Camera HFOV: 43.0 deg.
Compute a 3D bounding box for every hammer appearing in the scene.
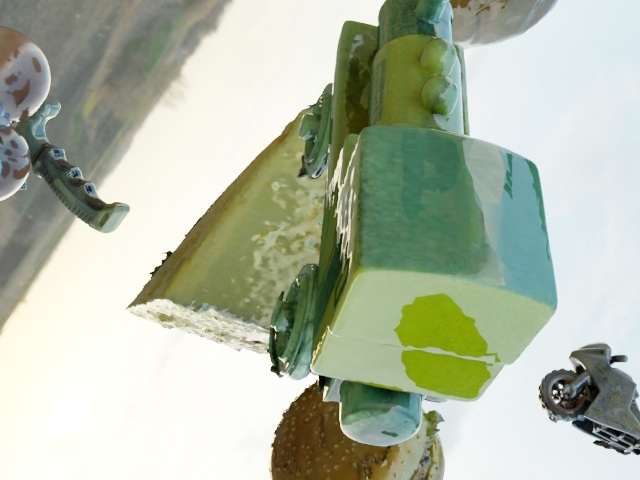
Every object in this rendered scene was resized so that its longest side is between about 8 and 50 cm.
[{"bbox_3d":[-0.385,-0.094,1.225,0.159,0.226,0.041,-54,165,23],"label":"hammer"}]

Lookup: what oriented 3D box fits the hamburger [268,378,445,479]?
[{"bbox_3d":[0.030,0.221,0.857,0.182,0.118,0.191,-42,-143,-10],"label":"hamburger"}]

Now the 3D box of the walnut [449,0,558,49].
[{"bbox_3d":[0.263,-0.513,1.373,0.354,0.308,0.398,-161,-95,-72],"label":"walnut"}]

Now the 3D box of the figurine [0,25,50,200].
[{"bbox_3d":[-0.489,-0.088,0.993,0.276,0.248,0.388,-56,-152,38],"label":"figurine"}]

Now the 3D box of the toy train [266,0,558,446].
[{"bbox_3d":[0.059,-0.048,0.593,0.237,0.150,0.369,111,-13,-50],"label":"toy train"}]

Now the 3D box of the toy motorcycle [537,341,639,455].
[{"bbox_3d":[0.383,0.207,1.015,0.122,0.215,0.080,-60,170,-22],"label":"toy motorcycle"}]

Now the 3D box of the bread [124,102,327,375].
[{"bbox_3d":[0.000,0.000,1.103,0.405,0.346,0.242,-62,-164,-13],"label":"bread"}]
